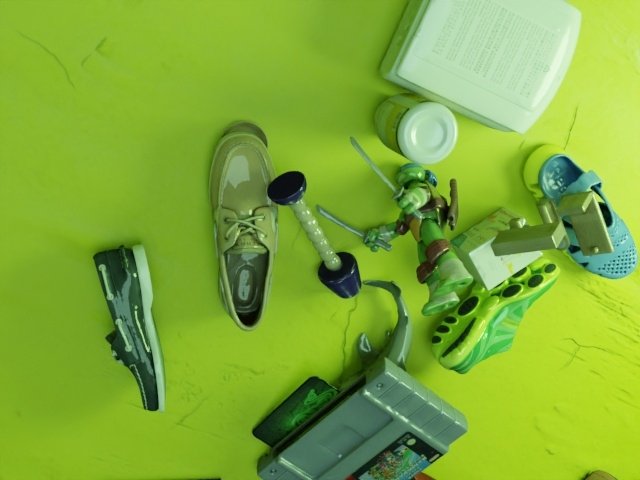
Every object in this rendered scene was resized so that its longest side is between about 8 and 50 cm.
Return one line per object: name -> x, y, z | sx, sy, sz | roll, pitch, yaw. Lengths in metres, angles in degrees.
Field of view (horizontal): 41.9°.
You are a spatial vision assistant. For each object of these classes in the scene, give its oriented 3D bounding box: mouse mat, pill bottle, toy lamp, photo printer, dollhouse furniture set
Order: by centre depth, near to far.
pill bottle -> 0.152, -0.193, 1.409 | 0.103, 0.184, 0.103 | -4, 107, -13
photo printer -> 0.288, -0.338, 1.441 | 0.307, 0.107, 0.256 | 20, 101, -19
dollhouse furniture set -> 0.407, 0.012, 1.460 | 0.151, 0.144, 0.123 | -46, 117, -45
toy lamp -> 0.000, 0.000, 1.461 | 0.080, 0.080, 0.274 | -33, 130, -2
mouse mat -> -0.019, 0.351, 1.601 | 0.152, 0.007, 0.189 | 37, 110, -21

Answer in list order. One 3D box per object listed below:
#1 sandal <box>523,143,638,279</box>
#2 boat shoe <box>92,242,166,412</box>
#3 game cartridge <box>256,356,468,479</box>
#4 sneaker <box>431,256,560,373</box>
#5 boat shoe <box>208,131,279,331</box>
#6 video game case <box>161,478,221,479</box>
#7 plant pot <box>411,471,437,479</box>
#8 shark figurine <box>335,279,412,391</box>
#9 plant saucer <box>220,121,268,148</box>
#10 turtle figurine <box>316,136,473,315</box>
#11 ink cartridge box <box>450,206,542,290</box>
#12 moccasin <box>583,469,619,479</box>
sandal -> 0.506, -0.037, 1.573 | 0.126, 0.138, 0.317 | -45, 113, 0
boat shoe -> -0.326, 0.157, 1.443 | 0.091, 0.114, 0.302 | -9, 97, -12
game cartridge -> 0.079, 0.392, 1.579 | 0.230, 0.068, 0.355 | 39, 114, -17
sneaker -> 0.339, 0.140, 1.617 | 0.295, 0.109, 0.123 | -41, 137, -3
boat shoe -> -0.122, -0.013, 1.428 | 0.122, 0.110, 0.341 | -6, 111, -11
video game case -> -0.308, 0.559, 1.600 | 0.232, 0.042, 0.210 | 2, 106, -14
plant pot -> 0.247, 0.645, 1.664 | 0.236, 0.267, 0.267 | 21, 101, -31
shark figurine -> 0.138, 0.207, 1.569 | 0.166, 0.116, 0.278 | 14, 104, -19
plant saucer -> -0.132, -0.164, 1.438 | 0.083, 0.015, 0.083 | -4, 108, -13
turtle figurine -> 0.133, -0.007, 1.441 | 0.275, 0.266, 0.198 | 3, 146, -44
ink cartridge box -> 0.336, 0.009, 1.567 | 0.143, 0.092, 0.090 | -33, 110, -4
moccasin -> 0.521, 0.664, 1.782 | 0.380, 0.147, 0.139 | -38, 112, -1
